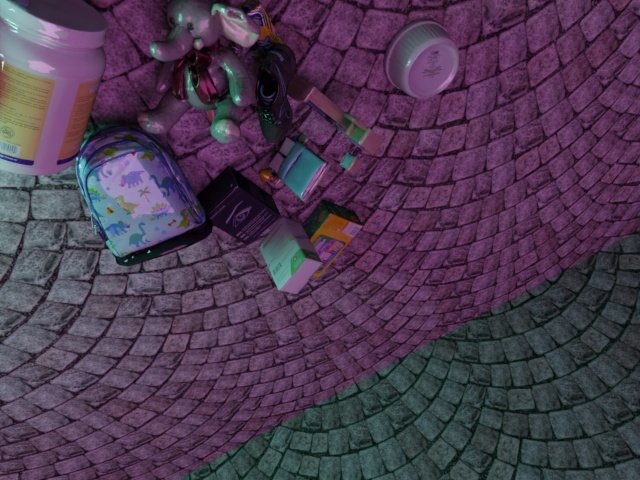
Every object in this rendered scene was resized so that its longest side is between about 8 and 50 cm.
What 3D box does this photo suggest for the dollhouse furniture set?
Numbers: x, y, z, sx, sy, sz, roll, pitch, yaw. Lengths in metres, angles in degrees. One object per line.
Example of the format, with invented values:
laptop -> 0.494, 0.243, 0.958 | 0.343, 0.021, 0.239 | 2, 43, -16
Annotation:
dollhouse furniture set -> -0.049, -0.247, 1.389 | 0.198, 0.286, 0.303 | 26, 105, -43

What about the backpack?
backpack -> -0.471, -0.123, 1.312 | 0.290, 0.273, 0.356 | -19, 108, -6

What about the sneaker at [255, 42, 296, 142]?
sneaker -> -0.127, -0.347, 1.260 | 0.101, 0.106, 0.267 | 19, 138, 10

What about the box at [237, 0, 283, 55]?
box -> -0.134, -0.505, 1.252 | 0.054, 0.059, 0.169 | -31, 139, 6

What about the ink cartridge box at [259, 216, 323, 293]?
ink cartridge box -> -0.104, 0.048, 1.719 | 0.093, 0.212, 0.154 | 16, 122, -43

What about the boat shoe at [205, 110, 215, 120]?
boat shoe -> -0.307, -0.367, 1.309 | 0.045, 0.050, 0.135 | -19, 129, -5

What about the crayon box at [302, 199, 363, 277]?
crayon box -> 0.000, 0.000, 1.826 | 0.165, 0.081, 0.278 | 18, 121, -40

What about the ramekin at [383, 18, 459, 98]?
ramekin -> 0.295, -0.506, 1.451 | 0.207, 0.109, 0.207 | -15, 138, -14

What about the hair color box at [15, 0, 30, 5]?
hair color box -> -0.476, -0.590, 0.785 | 0.185, 0.113, 0.375 | 28, 97, -22

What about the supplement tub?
supplement tub -> -0.586, -0.328, 1.042 | 0.240, 0.241, 0.331 | 10, 126, -36

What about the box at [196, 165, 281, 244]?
box -> -0.250, -0.103, 1.561 | 0.153, 0.108, 0.207 | -39, 138, 13

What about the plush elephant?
plush elephant -> -0.270, -0.409, 1.115 | 0.330, 0.271, 0.255 | -62, 154, -20
